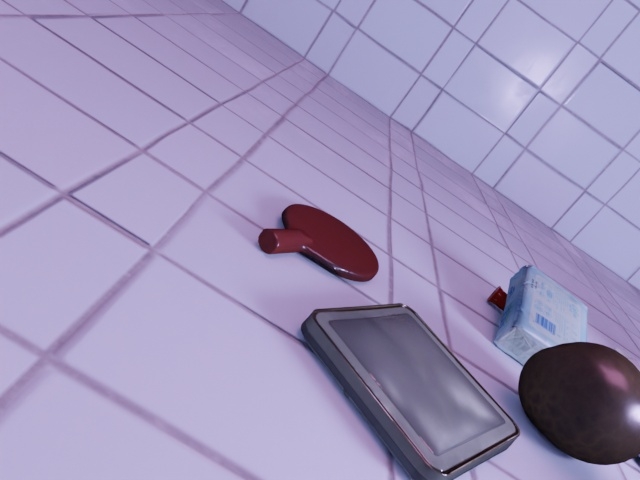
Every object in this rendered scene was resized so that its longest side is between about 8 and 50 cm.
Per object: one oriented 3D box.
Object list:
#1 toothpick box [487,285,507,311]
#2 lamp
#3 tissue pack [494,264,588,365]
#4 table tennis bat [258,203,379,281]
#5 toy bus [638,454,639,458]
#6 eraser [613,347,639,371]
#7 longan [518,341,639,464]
[{"bbox_3d":[0.438,0.150,1.372,0.083,0.047,0.047,41,22,11],"label":"toothpick box"},{"bbox_3d":[0.128,0.194,0.812,0.267,0.047,0.269,7,35,-52],"label":"lamp"},{"bbox_3d":[0.478,0.181,1.254,0.177,0.089,0.263,37,34,2],"label":"tissue pack"},{"bbox_3d":[0.000,0.000,1.038,0.200,0.038,0.310,45,23,24],"label":"table tennis bat"},{"bbox_3d":[0.648,0.411,1.101,0.073,0.076,0.167,12,31,-46],"label":"toy bus"},{"bbox_3d":[0.712,0.352,1.293,0.052,0.095,0.225,13,31,-38],"label":"eraser"},{"bbox_3d":[0.434,0.259,0.952,0.212,0.198,0.198,44,23,24],"label":"longan"}]
